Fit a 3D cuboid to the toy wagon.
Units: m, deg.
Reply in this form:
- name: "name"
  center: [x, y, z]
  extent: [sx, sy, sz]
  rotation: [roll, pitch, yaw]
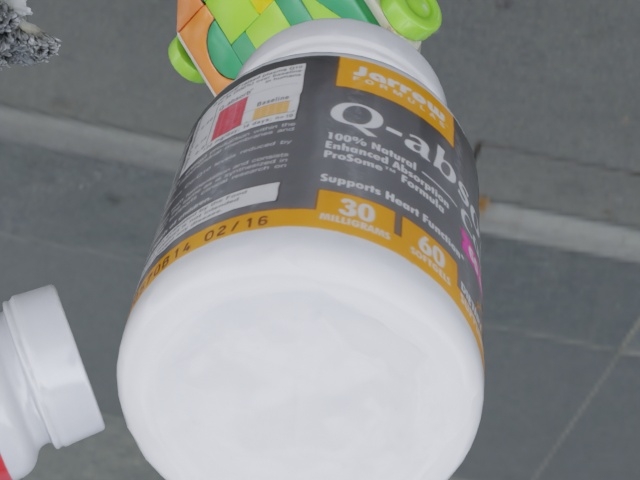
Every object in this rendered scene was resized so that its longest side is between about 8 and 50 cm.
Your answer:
- name: "toy wagon"
  center: [-0.048, -0.224, 1.264]
  extent: [0.267, 0.068, 0.344]
  rotation: [-39, 79, 41]

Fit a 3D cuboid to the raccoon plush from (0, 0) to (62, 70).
- name: "raccoon plush"
  center: [-0.459, -0.207, 1.396]
  extent: [0.216, 0.446, 0.299]
  rotation: [-6, 128, 29]

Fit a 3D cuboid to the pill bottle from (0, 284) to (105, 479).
- name: "pill bottle"
  center: [-0.337, 0.149, 1.144]
  extent: [0.283, 0.161, 0.161]
  rotation: [-20, 148, -12]

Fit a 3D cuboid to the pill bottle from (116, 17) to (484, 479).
- name: "pill bottle"
  center: [0.000, 0.000, 0.687]
  extent: [0.162, 0.278, 0.162]
  rotation: [2, 123, 4]
